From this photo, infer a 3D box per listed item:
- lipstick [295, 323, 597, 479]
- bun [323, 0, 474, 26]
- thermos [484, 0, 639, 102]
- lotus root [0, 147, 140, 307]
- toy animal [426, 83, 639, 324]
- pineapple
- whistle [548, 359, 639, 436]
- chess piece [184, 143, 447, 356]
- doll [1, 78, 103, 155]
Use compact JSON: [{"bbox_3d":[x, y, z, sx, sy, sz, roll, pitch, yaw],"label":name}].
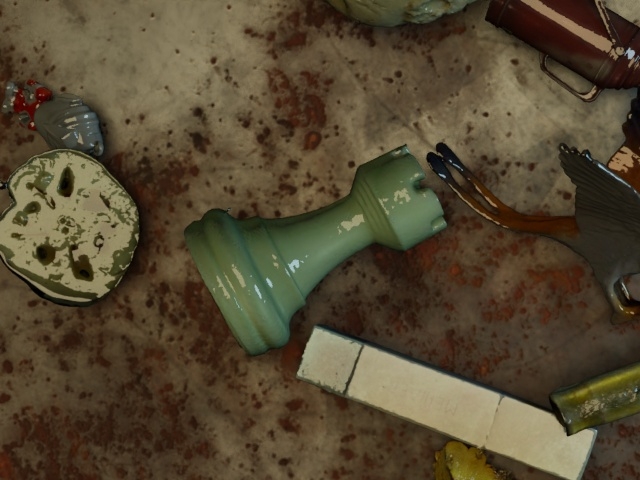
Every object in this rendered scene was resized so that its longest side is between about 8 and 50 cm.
[{"bbox_3d":[0.157,0.202,1.694,0.372,0.080,0.076,20,89,9],"label":"lipstick"},{"bbox_3d":[0.079,-0.439,1.655,0.362,0.234,0.326,29,90,15],"label":"bun"},{"bbox_3d":[0.323,-0.248,1.672,0.232,0.099,0.124,35,93,10],"label":"thermos"},{"bbox_3d":[-0.332,-0.017,1.786,0.183,0.078,0.203,-40,93,-1],"label":"lotus root"},{"bbox_3d":[0.308,-0.013,1.649,0.284,0.225,0.302,-16,107,39],"label":"toy animal"},{"bbox_3d":[0.197,0.305,1.690,0.114,0.077,0.114,-4,93,-4],"label":"pineapple"},{"bbox_3d":[0.432,0.153,1.609,0.326,0.057,0.068,-19,64,-1],"label":"whistle"},{"bbox_3d":[0.000,0.000,1.687,0.299,0.194,0.194,-27,84,-2],"label":"chess piece"},{"bbox_3d":[-0.353,-0.160,1.800,0.180,0.079,0.094,29,115,21],"label":"doll"}]
